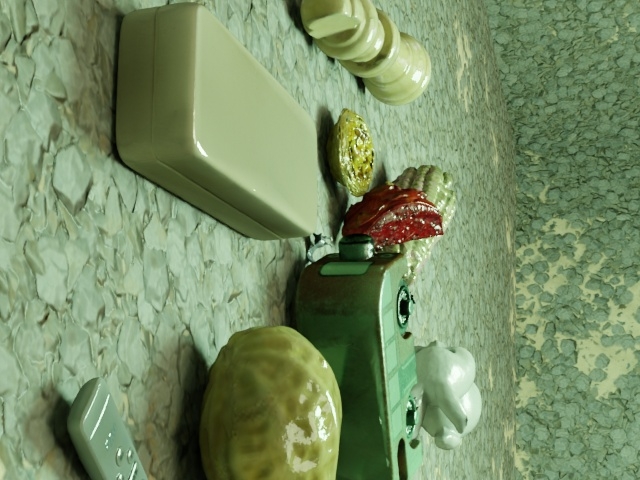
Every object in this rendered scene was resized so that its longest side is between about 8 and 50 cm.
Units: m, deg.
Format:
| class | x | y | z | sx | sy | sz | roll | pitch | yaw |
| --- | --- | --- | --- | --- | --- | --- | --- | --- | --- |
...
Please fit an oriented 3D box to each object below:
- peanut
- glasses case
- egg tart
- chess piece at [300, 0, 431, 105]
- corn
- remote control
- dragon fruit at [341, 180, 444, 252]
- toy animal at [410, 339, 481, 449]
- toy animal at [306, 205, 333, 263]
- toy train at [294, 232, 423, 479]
| class | x | y | z | sx | sy | sz | roll | pitch | yaw |
| --- | --- | --- | --- | --- | --- | --- | --- | --- | --- |
| peanut | -0.052 | 0.232 | 0.951 | 0.147 | 0.147 | 0.305 | 15 | 76 | -72 |
| glasses case | -0.087 | -0.100 | 0.997 | 0.336 | 0.076 | 0.143 | 37 | 51 | -68 |
| egg tart | 0.036 | -0.125 | 1.461 | 0.129 | 0.049 | 0.128 | -5 | 90 | -67 |
| chess piece | 0.065 | -0.289 | 1.499 | 0.397 | 0.117 | 0.117 | 9 | 77 | -71 |
| corn | 0.137 | -0.024 | 1.661 | 0.335 | 0.127 | 0.126 | -52 | 135 | -61 |
| remote control | -0.157 | 0.181 | 0.787 | 0.050 | 0.027 | 0.184 | -73 | 158 | -47 |
| dragon fruit | 0.095 | -0.049 | 1.489 | 0.106 | 0.162 | 0.083 | 50 | -34 | 46 |
| toy animal | 0.211 | 0.277 | 1.797 | 0.193 | 0.128 | 0.178 | 60 | 32 | -60 |
| toy animal | 0.001 | 0.000 | 1.339 | 0.050 | 0.028 | 0.084 | 38 | 50 | -56 |
| toy train | 0.048 | 0.158 | 1.280 | 0.159 | 0.129 | 0.326 | -34 | 122 | -65 |
